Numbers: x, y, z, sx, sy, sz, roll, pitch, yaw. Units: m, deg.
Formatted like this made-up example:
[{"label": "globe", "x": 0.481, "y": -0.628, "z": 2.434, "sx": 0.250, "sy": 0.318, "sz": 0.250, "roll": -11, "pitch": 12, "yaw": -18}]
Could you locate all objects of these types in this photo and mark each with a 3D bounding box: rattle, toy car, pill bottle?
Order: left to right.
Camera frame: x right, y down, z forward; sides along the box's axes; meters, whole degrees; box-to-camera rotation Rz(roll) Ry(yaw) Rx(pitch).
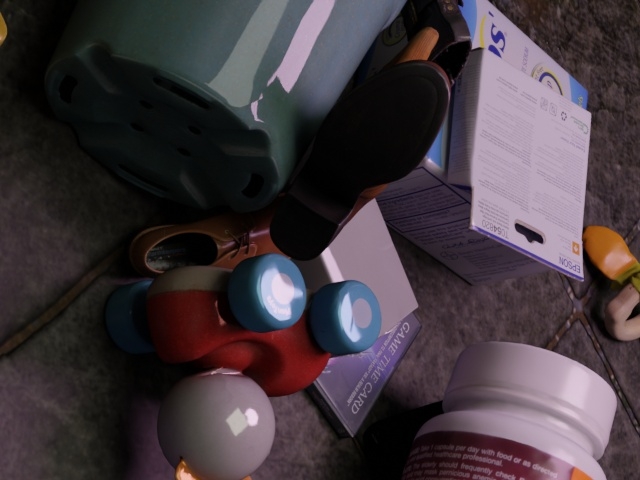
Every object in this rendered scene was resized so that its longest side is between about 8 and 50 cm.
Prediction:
[{"label": "toy car", "x": -0.082, "y": 0.155, "z": 1.554, "sx": 0.210, "sy": 0.219, "sz": 0.238, "roll": 20, "pitch": 67, "yaw": -44}, {"label": "pill bottle", "x": 0.183, "y": 0.324, "z": 1.739, "sx": 0.224, "sy": 0.224, "sz": 0.392, "roll": 39, "pitch": 60, "yaw": -35}, {"label": "rattle", "x": 0.444, "y": 0.080, "z": 2.300, "sx": 0.130, "sy": 0.142, "sz": 0.199, "roll": -60, "pitch": 147, "yaw": 0}]

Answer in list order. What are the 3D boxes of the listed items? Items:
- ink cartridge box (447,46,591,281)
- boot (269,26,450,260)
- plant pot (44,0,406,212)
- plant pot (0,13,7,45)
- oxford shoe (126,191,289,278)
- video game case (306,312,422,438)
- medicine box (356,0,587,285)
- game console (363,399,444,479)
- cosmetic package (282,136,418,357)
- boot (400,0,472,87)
[{"label": "ink cartridge box", "x": 0.233, "y": -0.082, "z": 1.871, "sx": 0.223, "sy": 0.045, "sz": 0.224, "roll": 24, "pitch": 64, "yaw": -42}, {"label": "boot", "x": 0.077, "y": -0.131, "z": 1.578, "sx": 0.096, "sy": 0.264, "sz": 0.280, "roll": 32, "pitch": 40, "yaw": 2}, {"label": "plant pot", "x": -0.089, "y": -0.231, "z": 1.590, "sx": 0.341, "sy": 0.341, "sz": 0.334, "roll": 44, "pitch": 58, "yaw": -32}, {"label": "plant pot", "x": -0.390, "y": -0.189, "z": 1.326, "sx": 0.212, "sy": 0.187, "sz": 0.212, "roll": -37, "pitch": 107, "yaw": -47}, {"label": "oxford shoe", "x": -0.085, "y": 0.002, "z": 1.616, "sx": 0.212, "sy": 0.076, "sz": 0.076, "roll": -15, "pitch": 99, "yaw": -13}, {"label": "video game case", "x": 0.003, "y": 0.059, "z": 1.820, "sx": 0.274, "sy": 0.026, "sz": 0.196, "roll": 57, "pitch": 45, "yaw": -22}, {"label": "medicine box", "x": 0.181, "y": -0.128, "z": 1.973, "sx": 0.289, "sy": 0.149, "sz": 0.263, "roll": 34, "pitch": 56, "yaw": -39}, {"label": "game console", "x": 0.163, "y": 0.373, "z": 1.902, "sx": 0.213, "sy": 0.044, "sz": 0.361, "roll": -9, "pitch": 86, "yaw": -47}, {"label": "cosmetic package", "x": 0.000, "y": 0.000, "z": 1.740, "sx": 0.127, "sy": 0.107, "sz": 0.238, "roll": -31, "pitch": 106, "yaw": -48}, {"label": "boot", "x": 0.101, "y": -0.274, "z": 1.824, "sx": 0.091, "sy": 0.263, "sz": 0.229, "roll": -13, "pitch": 81, "yaw": -9}]
